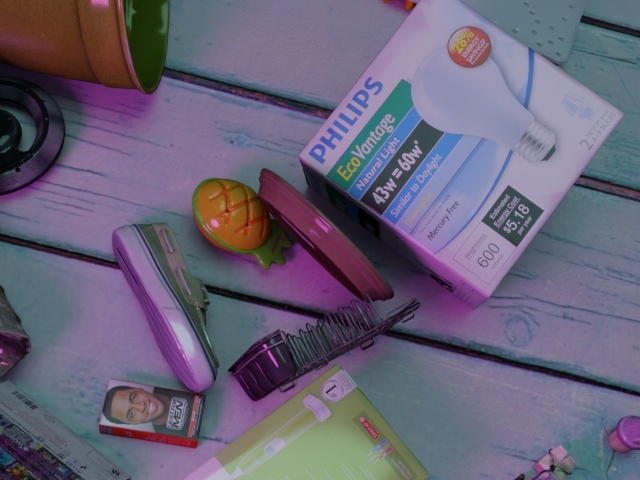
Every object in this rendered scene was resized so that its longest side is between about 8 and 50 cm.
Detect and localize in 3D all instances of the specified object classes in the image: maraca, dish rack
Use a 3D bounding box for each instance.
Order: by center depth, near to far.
[{"bbox_3d":[0.012,0.145,1.364,0.271,0.208,0.074,-24,81,-23],"label":"dish rack"},{"bbox_3d":[-0.125,-0.028,1.489,0.185,0.099,0.127,35,48,-16],"label":"maraca"}]

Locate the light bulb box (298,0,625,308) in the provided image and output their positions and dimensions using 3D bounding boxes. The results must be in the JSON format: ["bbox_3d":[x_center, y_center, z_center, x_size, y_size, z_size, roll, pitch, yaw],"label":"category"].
[{"bbox_3d":[0.213,-0.142,1.484,0.361,0.225,0.358,36,85,8],"label":"light bulb box"}]

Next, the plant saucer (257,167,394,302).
[{"bbox_3d":[0.000,0.000,1.411,0.041,0.278,0.278,-45,77,-5],"label":"plant saucer"}]

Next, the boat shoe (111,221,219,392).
[{"bbox_3d":[-0.216,0.085,1.395,0.094,0.109,0.302,-20,62,-24],"label":"boat shoe"}]

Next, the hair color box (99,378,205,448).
[{"bbox_3d":[-0.241,0.249,1.338,0.141,0.043,0.072,10,61,-6],"label":"hair color box"}]

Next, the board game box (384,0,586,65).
[{"bbox_3d":[0.358,-0.558,1.911,0.390,0.050,0.390,24,59,1],"label":"board game box"}]

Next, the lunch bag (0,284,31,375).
[{"bbox_3d":[-0.568,0.103,1.264,0.287,0.169,0.235,-21,51,-34],"label":"lunch bag"}]

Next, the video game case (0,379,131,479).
[{"bbox_3d":[-0.387,0.287,1.210,0.232,0.210,0.042,35,103,8],"label":"video game case"}]

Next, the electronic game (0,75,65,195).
[{"bbox_3d":[-0.530,-0.171,1.504,0.229,0.048,0.229,1,62,-3],"label":"electronic game"}]

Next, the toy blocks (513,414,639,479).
[{"bbox_3d":[0.479,0.375,1.299,0.288,0.260,0.309,-32,72,-25],"label":"toy blocks"}]

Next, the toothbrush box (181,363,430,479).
[{"bbox_3d":[-0.027,0.343,1.287,0.283,0.122,0.206,-34,74,-27],"label":"toothbrush box"}]

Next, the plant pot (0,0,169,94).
[{"bbox_3d":[-0.455,-0.424,1.517,0.353,0.366,0.366,0,61,2],"label":"plant pot"}]
